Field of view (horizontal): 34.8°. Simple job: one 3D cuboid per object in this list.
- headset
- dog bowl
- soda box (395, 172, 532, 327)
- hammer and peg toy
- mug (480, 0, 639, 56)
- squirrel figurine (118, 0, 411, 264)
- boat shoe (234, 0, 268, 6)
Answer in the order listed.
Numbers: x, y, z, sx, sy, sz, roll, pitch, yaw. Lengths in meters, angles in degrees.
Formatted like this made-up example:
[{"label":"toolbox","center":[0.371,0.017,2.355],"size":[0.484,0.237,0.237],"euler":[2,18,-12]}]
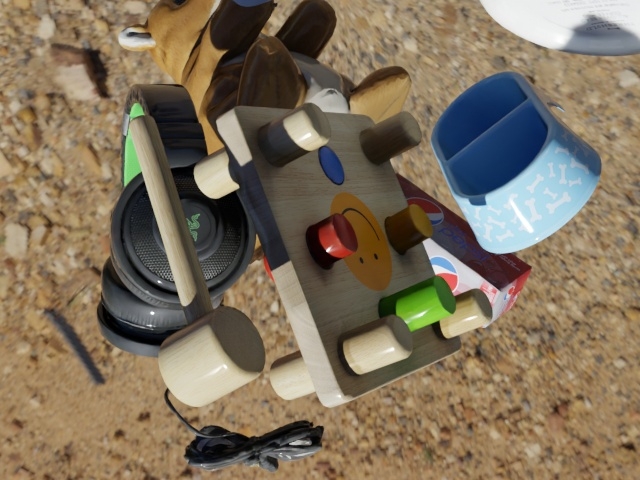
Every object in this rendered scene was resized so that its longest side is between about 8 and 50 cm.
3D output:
[{"label":"headset","center":[-0.116,0.030,0.983],"size":[0.185,0.394,0.243],"euler":[-2,149,-18]},{"label":"dog bowl","center":[0.215,-0.104,1.192],"size":[0.166,0.297,0.074],"euler":[-38,116,15]},{"label":"soda box","center":[0.175,0.012,1.514],"size":[0.263,0.092,0.083],"euler":[38,133,24]},{"label":"hammer and peg toy","center":[0.000,0.000,0.858],"size":[0.127,0.361,0.265],"euler":[-25,81,29]},{"label":"mug","center":[0.217,-0.348,0.903],"size":[0.374,0.276,0.327],"euler":[9,78,32]},{"label":"squirrel figurine","center":[-0.133,-0.178,1.410],"size":[0.370,0.281,0.396],"euler":[41,123,33]},{"label":"boat shoe","center":[-0.020,-0.194,0.739],"size":[0.100,0.035,0.035],"euler":[-16,123,-6]}]
